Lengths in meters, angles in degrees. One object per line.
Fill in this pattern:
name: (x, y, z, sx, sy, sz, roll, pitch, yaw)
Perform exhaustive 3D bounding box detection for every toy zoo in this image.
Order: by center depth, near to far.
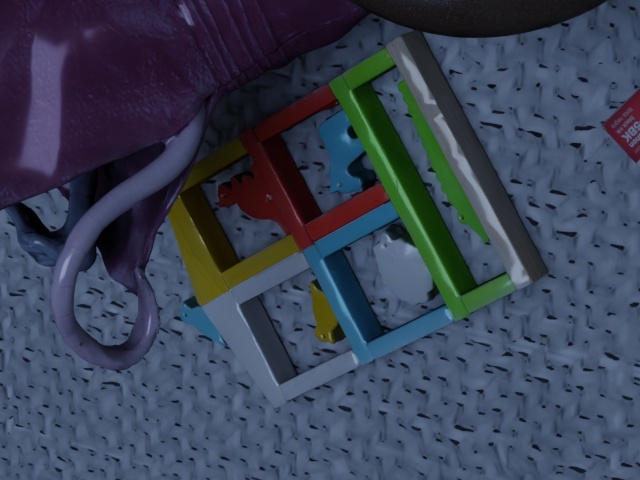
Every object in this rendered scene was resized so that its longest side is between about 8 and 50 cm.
toy zoo: (0.000, 0.000, 1.231, 0.293, 0.030, 0.192, -28, 89, 35)

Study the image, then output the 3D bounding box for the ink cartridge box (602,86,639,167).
ink cartridge box: (0.247, -0.046, 1.017, 0.135, 0.099, 0.056, 50, 124, 11)

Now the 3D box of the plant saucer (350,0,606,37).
plant saucer: (0.080, -0.267, 0.929, 0.310, 0.050, 0.311, 3, 98, 25)

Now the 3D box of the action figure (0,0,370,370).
action figure: (-0.073, -0.142, 1.078, 0.370, 0.248, 0.276, -30, 60, 3)
